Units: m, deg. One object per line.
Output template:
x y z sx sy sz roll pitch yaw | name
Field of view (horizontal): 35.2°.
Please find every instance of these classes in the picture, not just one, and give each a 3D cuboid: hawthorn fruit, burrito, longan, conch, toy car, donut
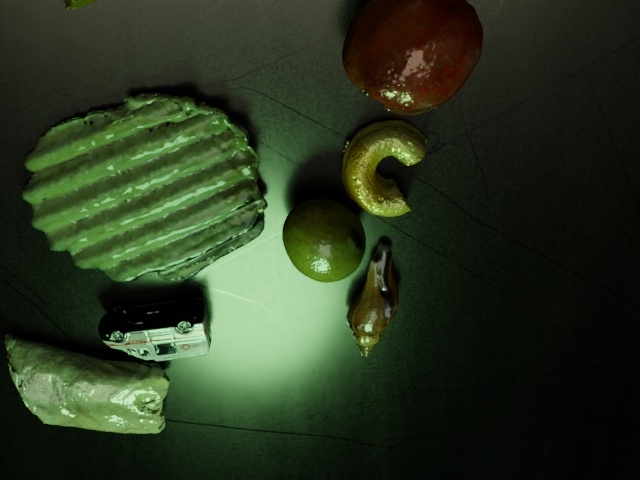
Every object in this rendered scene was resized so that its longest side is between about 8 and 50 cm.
0.159 -0.321 1.580 0.205 0.205 0.253 33 105 -21 | hawthorn fruit
-0.465 0.300 1.992 0.348 0.107 0.175 14 107 -13 | burrito
0.000 0.000 1.809 0.145 0.176 0.154 -20 104 -38 | longan
0.105 0.122 1.915 0.086 0.080 0.232 15 119 -21 | conch
-0.313 0.176 1.926 0.210 0.089 0.108 -7 127 -2 | toy car
0.108 -0.121 1.767 0.146 0.078 0.181 10 120 -12 | donut

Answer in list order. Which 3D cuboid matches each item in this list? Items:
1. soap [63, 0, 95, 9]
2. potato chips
-0.222 -0.440 1.487 0.304 0.169 0.338 24 119 1 | soap
-0.304 -0.081 1.782 0.429 0.070 0.358 -20 118 9 | potato chips
